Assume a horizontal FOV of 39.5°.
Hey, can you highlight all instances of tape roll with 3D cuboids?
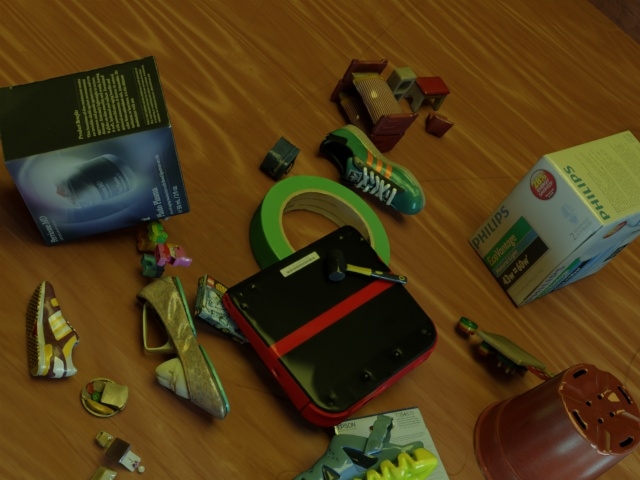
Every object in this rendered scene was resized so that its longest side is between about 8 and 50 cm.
[{"bbox_3d":[0.000,0.000,2.016,0.321,0.077,0.321,16,50,-20],"label":"tape roll"}]

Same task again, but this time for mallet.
[{"bbox_3d":[0.098,0.074,1.877,0.189,0.039,0.062,19,51,-18],"label":"mallet"}]

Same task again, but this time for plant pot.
[{"bbox_3d":[0.509,0.405,1.869,0.272,0.265,0.272,16,50,-20],"label":"plant pot"}]

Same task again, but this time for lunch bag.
[{"bbox_3d":[-0.094,-0.191,2.115,0.065,0.067,0.098,35,47,-2],"label":"lunch bag"}]

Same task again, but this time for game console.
[{"bbox_3d":[0.033,0.167,1.837,0.386,0.060,0.342,-29,72,-38],"label":"game console"}]

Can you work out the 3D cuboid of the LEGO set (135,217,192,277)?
[{"bbox_3d":[-0.313,0.010,1.809,0.093,0.087,0.227,16,29,-29],"label":"LEGO set"}]

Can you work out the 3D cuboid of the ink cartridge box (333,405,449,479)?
[{"bbox_3d":[0.142,0.452,1.767,0.223,0.045,0.224,-3,57,-31],"label":"ink cartridge box"}]

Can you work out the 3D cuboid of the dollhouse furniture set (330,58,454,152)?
[{"bbox_3d":[0.235,-0.368,2.388,0.374,0.152,0.201,-10,62,-36],"label":"dollhouse furniture set"}]

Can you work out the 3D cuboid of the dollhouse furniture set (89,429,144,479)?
[{"bbox_3d":[-0.363,0.403,1.533,0.114,0.091,0.081,-57,136,-23],"label":"dollhouse furniture set"}]

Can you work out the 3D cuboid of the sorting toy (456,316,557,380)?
[{"bbox_3d":[0.437,0.270,2.044,0.132,0.046,0.274,17,15,-48],"label":"sorting toy"}]

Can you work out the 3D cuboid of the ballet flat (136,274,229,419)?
[{"bbox_3d":[-0.272,0.213,1.688,0.106,0.107,0.316,-18,59,-17],"label":"ballet flat"}]

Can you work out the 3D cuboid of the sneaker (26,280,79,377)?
[{"bbox_3d":[-0.483,0.163,1.616,0.084,0.069,0.185,12,56,-34],"label":"sneaker"}]

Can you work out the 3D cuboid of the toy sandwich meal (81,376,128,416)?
[{"bbox_3d":[-0.387,0.279,1.600,0.085,0.029,0.086,16,49,-20],"label":"toy sandwich meal"}]

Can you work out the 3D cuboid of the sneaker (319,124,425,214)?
[{"bbox_3d":[0.120,-0.159,2.196,0.302,0.108,0.121,43,46,17],"label":"sneaker"}]

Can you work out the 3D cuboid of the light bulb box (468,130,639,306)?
[{"bbox_3d":[0.636,-0.057,2.241,0.361,0.358,0.225,-18,64,-38],"label":"light bulb box"}]

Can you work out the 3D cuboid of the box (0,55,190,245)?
[{"bbox_3d":[-0.419,-0.160,1.677,0.294,0.296,0.183,-13,61,-7],"label":"box"}]

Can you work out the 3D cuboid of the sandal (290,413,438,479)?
[{"bbox_3d":[0.049,0.421,1.648,0.317,0.126,0.138,-17,57,-15],"label":"sandal"}]

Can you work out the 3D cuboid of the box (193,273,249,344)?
[{"bbox_3d":[-0.193,0.140,1.790,0.137,0.027,0.094,37,40,-35],"label":"box"}]
